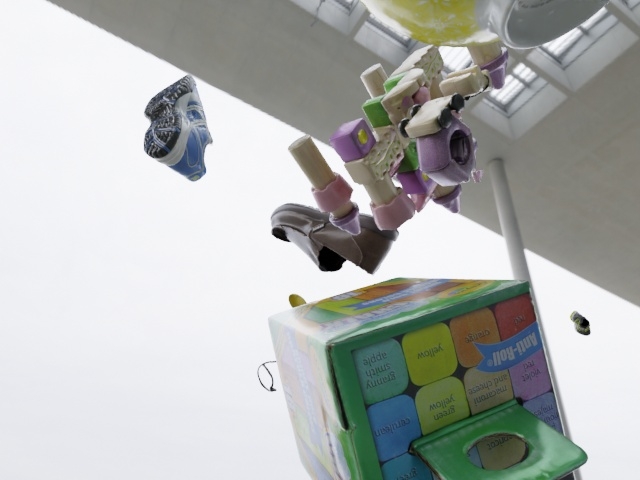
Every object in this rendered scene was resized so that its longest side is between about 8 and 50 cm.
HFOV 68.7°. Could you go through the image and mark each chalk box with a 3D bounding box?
[{"bbox_3d":[0.081,0.137,0.414,0.180,0.179,0.289,-13,-1,-19],"label":"chalk box"}]

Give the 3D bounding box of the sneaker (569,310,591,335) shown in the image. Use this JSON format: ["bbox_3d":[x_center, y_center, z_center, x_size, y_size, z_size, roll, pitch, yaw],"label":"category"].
[{"bbox_3d":[0.608,0.199,1.085,0.031,0.035,0.083,-45,-65,1],"label":"sneaker"}]

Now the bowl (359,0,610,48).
[{"bbox_3d":[0.164,-0.256,0.378,0.289,0.156,0.289,-20,-20,-7],"label":"bowl"}]

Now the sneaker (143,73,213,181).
[{"bbox_3d":[-0.203,-0.166,0.682,0.080,0.211,0.081,-24,-45,18],"label":"sneaker"}]

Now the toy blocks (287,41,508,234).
[{"bbox_3d":[0.168,-0.127,0.731,0.309,0.288,0.260,0,-47,51],"label":"toy blocks"}]

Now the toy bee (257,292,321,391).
[{"bbox_3d":[-0.024,0.206,1.020,0.162,0.195,0.298,-14,-9,-35],"label":"toy bee"}]

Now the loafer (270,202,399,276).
[{"bbox_3d":[0.000,0.000,1.046,0.133,0.130,0.366,26,-12,-39],"label":"loafer"}]
